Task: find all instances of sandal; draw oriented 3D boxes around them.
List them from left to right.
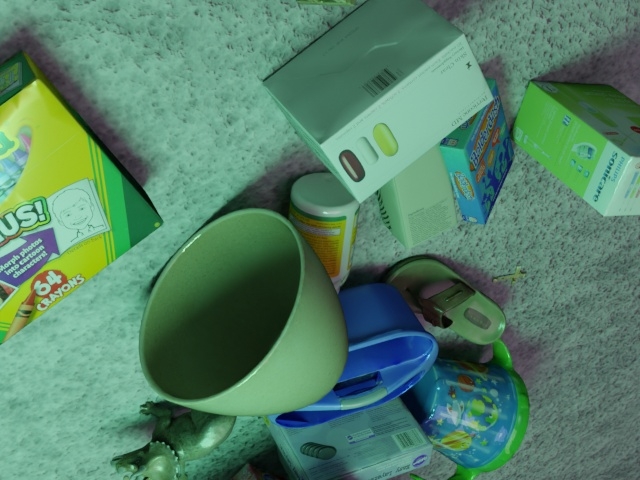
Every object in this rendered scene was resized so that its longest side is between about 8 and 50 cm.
[{"bbox_3d":[0.251,0.123,2.016,0.303,0.086,0.120,25,107,-24],"label":"sandal"}]

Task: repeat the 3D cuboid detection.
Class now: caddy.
[{"bbox_3d":[0.046,0.226,1.897,0.341,0.179,0.241,-14,143,-18],"label":"caddy"}]

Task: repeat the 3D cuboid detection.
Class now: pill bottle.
[{"bbox_3d":[0.000,0.000,1.766,0.118,0.117,0.208,-12,130,-24],"label":"pill bottle"}]

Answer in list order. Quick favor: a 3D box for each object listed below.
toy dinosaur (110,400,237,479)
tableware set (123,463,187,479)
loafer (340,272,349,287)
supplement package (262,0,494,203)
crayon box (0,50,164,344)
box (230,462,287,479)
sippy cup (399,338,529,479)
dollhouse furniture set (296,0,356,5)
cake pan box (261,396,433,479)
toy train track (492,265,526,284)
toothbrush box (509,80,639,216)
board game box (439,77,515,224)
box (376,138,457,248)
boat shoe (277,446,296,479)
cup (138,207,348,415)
[{"bbox_3d":[-0.223,0.334,1.860,0.314,0.160,0.121,-28,135,-9],"label":"toy dinosaur"},{"bbox_3d":[-0.312,0.512,2.031,0.128,0.039,0.194,-16,131,-21],"label":"tableware set"},{"bbox_3d":[0.009,0.086,1.899,0.125,0.045,0.039,-47,161,15],"label":"loafer"},{"bbox_3d":[0.086,-0.226,1.578,0.262,0.204,0.145,-38,136,-1],"label":"supplement package"},{"bbox_3d":[-0.457,-0.033,1.460,0.363,0.106,0.313,-37,135,-1],"label":"crayon box"},{"bbox_3d":[-0.177,0.621,2.125,0.300,0.154,0.142,-47,136,7],"label":"box"},{"bbox_3d":[0.269,0.341,2.144,0.224,0.305,0.240,20,140,-29],"label":"sippy cup"},{"bbox_3d":[-0.008,-0.435,1.434,0.129,0.129,0.183,21,87,-41],"label":"dollhouse furniture set"},{"bbox_3d":[0.050,0.356,1.990,0.267,0.245,0.070,-15,134,-23],"label":"cake pan box"},{"bbox_3d":[0.391,0.078,2.145,0.083,0.014,0.048,-9,128,-26],"label":"toy train track"},{"bbox_3d":[0.505,-0.165,1.834,0.206,0.283,0.122,-2,125,-30],"label":"toothbrush box"},{"bbox_3d":[0.274,-0.153,1.797,0.160,0.047,0.210,-63,148,-25],"label":"board game box"},{"bbox_3d":[0.151,-0.124,1.778,0.113,0.094,0.275,-26,134,-13],"label":"box"},{"bbox_3d":[-0.005,0.491,2.085,0.076,0.226,0.083,-15,160,-32],"label":"boat shoe"},{"bbox_3d":[-0.088,0.148,1.664,0.331,0.331,0.237,-46,131,7],"label":"cup"}]
